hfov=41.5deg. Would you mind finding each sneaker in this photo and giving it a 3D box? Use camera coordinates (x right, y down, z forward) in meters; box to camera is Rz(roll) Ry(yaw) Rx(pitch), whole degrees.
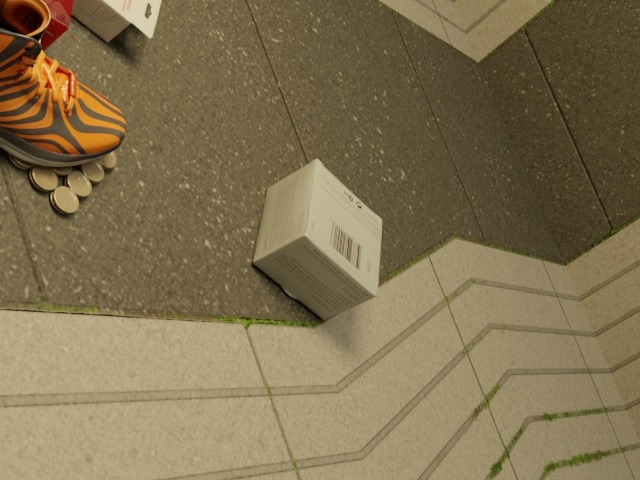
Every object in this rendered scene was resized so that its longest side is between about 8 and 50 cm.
[{"bbox_3d":[-0.331,-0.191,0.973,0.321,0.180,0.124,13,54,-47],"label":"sneaker"}]

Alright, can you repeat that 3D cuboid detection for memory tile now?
[{"bbox_3d":[-0.330,-0.109,1.090,0.113,0.012,0.148,51,35,-20],"label":"memory tile"}]

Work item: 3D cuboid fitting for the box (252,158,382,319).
[{"bbox_3d":[0.000,0.000,1.388,0.181,0.119,0.182,41,37,-31],"label":"box"}]

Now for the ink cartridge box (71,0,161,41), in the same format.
[{"bbox_3d":[-0.326,-0.368,1.237,0.181,0.061,0.104,37,41,-35],"label":"ink cartridge box"}]

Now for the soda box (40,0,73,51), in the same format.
[{"bbox_3d":[-0.435,-0.335,1.026,0.263,0.092,0.083,32,41,-40],"label":"soda box"}]
